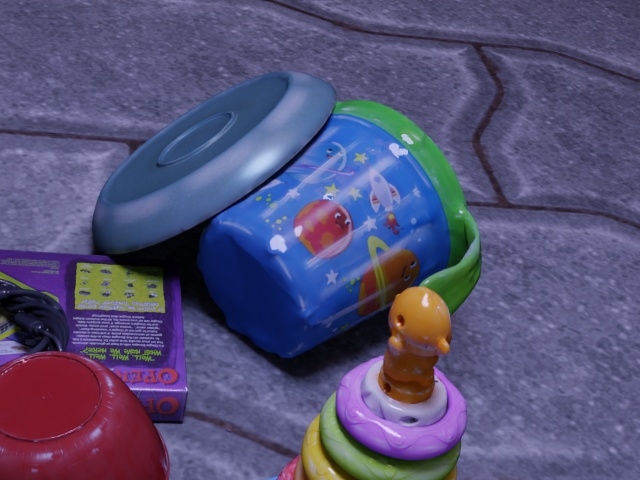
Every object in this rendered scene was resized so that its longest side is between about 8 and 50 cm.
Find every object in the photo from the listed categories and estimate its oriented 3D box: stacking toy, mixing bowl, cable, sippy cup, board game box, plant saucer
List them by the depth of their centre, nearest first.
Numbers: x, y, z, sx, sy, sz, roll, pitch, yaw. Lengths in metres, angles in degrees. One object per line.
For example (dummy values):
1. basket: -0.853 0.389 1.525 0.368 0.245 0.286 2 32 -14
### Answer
1. mixing bowl: -0.211 0.152 0.897 0.181 0.098 0.181 2 40 -2
2. stacking toy: 0.054 0.156 0.925 0.166 0.301 0.175 -10 40 -29
3. cable: -0.309 0.086 1.058 0.185 0.047 0.150 18 28 19
4. board game box: -0.309 0.086 1.133 0.347 0.056 0.208 4 31 -12
5. sippy cup: 0.000 0.000 1.218 0.224 0.305 0.240 -34 97 -34
6. plant saucer: -0.128 -0.099 1.278 0.318 0.043 0.317 -27 22 12
